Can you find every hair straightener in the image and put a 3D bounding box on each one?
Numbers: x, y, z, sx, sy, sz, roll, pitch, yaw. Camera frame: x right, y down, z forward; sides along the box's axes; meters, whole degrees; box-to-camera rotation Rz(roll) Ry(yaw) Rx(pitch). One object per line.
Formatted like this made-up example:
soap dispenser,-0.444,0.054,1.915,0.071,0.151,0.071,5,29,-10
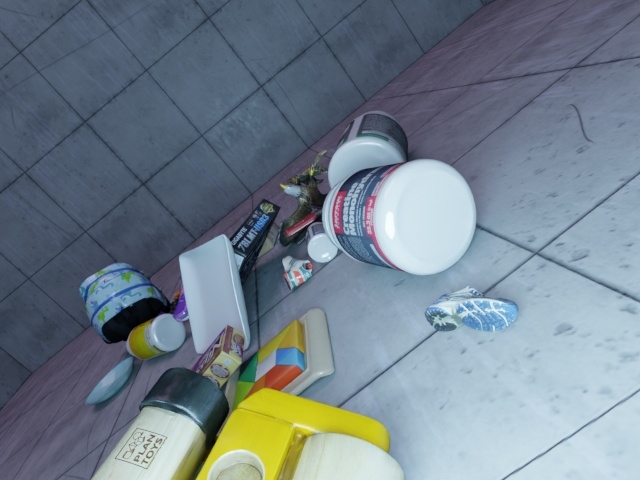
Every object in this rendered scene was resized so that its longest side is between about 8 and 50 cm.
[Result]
hair straightener,0.012,-0.056,1.263,0.230,0.089,0.047,-37,33,-4

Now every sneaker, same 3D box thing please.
sneaker,-0.406,0.140,1.393,0.095,0.104,0.236,-6,48,38
sneaker,0.203,0.085,0.594,0.058,0.052,0.135,-46,18,-32
sneaker,-0.057,0.075,1.161,0.075,0.057,0.161,-22,17,1

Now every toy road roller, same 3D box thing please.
toy road roller,-0.087,0.306,0.475,0.329,0.240,0.202,9,36,15

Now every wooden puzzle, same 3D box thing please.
wooden puzzle,-0.088,0.236,0.819,0.238,0.044,0.221,-37,17,8

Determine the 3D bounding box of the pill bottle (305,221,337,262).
pill bottle,0.000,0.000,1.169,0.078,0.078,0.137,-37,18,7

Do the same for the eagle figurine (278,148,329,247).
eagle figurine,-0.040,-0.122,1.454,0.226,0.225,0.298,101,162,-49

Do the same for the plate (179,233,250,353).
plate,-0.268,0.145,1.133,0.045,0.278,0.277,-7,-9,-42

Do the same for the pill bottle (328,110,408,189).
pill bottle,0.146,-0.243,1.261,0.204,0.204,0.361,-31,19,26

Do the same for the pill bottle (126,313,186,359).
pill bottle,-0.532,0.312,1.413,0.215,0.117,0.117,-25,22,38

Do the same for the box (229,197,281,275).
box,-0.239,0.060,1.322,0.293,0.073,0.295,-60,3,34

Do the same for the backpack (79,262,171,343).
backpack,-0.721,0.233,1.623,0.290,0.273,0.355,-29,2,-17

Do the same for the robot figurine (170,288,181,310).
robot figurine,-0.415,0.175,1.572,0.291,0.085,0.211,-20,25,45

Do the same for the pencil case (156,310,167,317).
pencil case,-0.617,0.330,1.625,0.151,0.070,0.064,-39,17,0

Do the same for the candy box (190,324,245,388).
candy box,-0.236,0.281,0.935,0.187,0.053,0.109,-51,15,11

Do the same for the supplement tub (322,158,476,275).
supplement tub,0.130,-0.045,0.823,0.191,0.191,0.272,-44,18,-14

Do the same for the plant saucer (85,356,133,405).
plant saucer,-0.682,0.471,1.461,0.195,0.037,0.195,-35,17,12

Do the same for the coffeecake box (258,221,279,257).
coffeecake box,-0.238,0.001,1.668,0.142,0.068,0.185,-35,18,16
